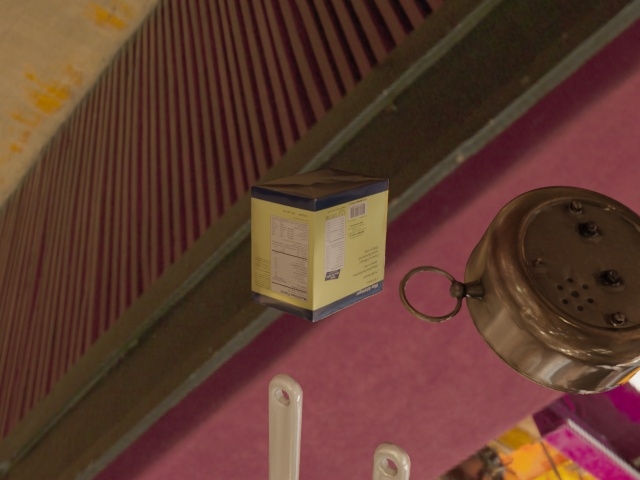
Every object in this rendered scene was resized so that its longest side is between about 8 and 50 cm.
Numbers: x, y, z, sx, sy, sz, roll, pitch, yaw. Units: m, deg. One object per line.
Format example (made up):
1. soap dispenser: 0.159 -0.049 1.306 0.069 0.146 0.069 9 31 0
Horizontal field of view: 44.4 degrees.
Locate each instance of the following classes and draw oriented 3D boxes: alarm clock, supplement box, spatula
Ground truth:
1. alarm clock: 0.142 0.028 0.490 0.192 0.129 0.064 -4 148 -11
2. supplement box: 0.000 0.000 0.539 0.083 0.056 0.083 -19 116 -48
3. spatula: 0.033 0.186 0.389 0.168 0.019 0.242 19 120 28
